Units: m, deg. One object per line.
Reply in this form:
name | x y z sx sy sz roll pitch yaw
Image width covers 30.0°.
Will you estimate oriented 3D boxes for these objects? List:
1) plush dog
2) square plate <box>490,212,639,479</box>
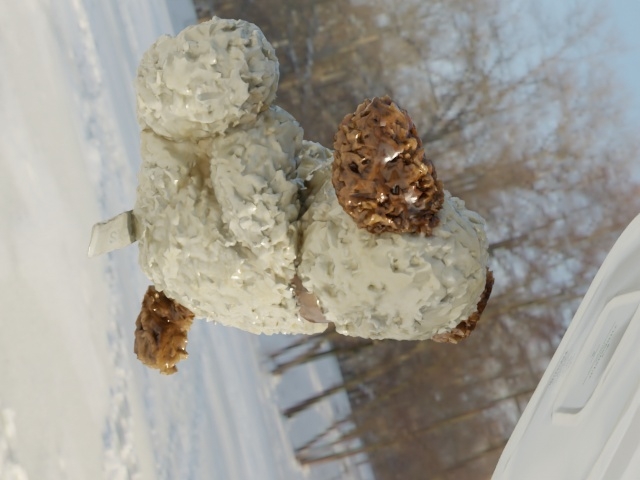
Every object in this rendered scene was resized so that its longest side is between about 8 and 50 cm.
plush dog | 0.000 0.000 0.786 0.262 0.225 0.211 51 52 -56
square plate | 0.209 0.092 0.826 0.347 0.049 0.344 -60 179 -7
